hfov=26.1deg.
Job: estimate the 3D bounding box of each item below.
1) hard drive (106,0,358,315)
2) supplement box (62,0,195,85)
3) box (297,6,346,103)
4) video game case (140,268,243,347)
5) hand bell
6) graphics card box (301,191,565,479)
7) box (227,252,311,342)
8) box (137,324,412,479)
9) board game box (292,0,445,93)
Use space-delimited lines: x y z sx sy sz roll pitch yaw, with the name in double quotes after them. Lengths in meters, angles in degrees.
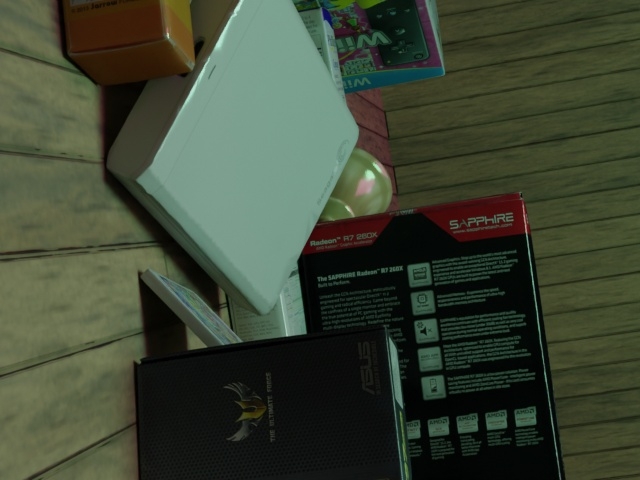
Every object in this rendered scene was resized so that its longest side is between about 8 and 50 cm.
-0.059 -0.079 1.140 0.203 0.040 0.307 -63 157 -13 "hard drive"
-0.144 -0.234 0.983 0.078 0.080 0.233 48 36 -76 "supplement box"
-0.043 -0.154 1.377 0.072 0.126 0.137 -39 120 -78 "box"
-0.090 0.063 1.073 0.087 0.011 0.122 44 0 15 "video game case"
0.000 0.000 1.672 0.242 0.126 0.126 -67 149 -50 "hand bell"
0.116 0.153 1.382 0.094 0.233 0.371 39 43 -78 "graphics card box"
-0.038 0.092 1.400 0.232 0.058 0.322 -17 99 -81 "box"
-0.028 0.185 0.950 0.059 0.183 0.232 59 25 -66 "box"
0.000 -0.266 1.448 0.303 0.224 0.097 60 21 -64 "board game box"
